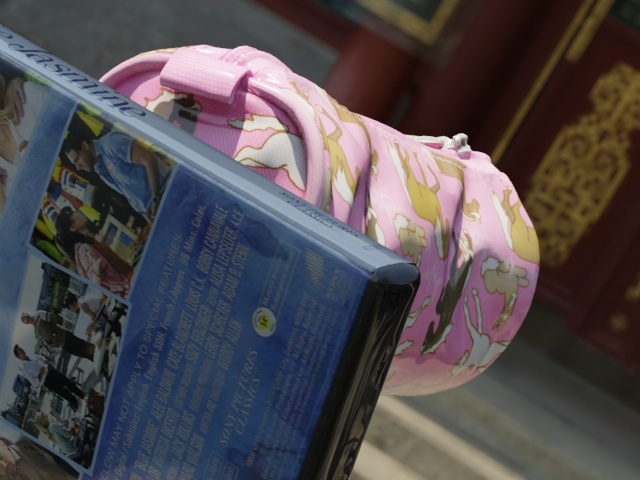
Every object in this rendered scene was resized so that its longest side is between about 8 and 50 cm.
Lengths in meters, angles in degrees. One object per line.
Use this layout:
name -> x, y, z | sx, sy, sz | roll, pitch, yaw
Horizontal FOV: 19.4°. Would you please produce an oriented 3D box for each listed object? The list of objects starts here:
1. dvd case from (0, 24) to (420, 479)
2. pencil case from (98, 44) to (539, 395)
dvd case -> -0.101, 0.032, 0.512 | 0.253, 0.180, 0.022 | 30, 22, 30
pencil case -> 0.000, 0.000, 1.072 | 0.386, 0.160, 0.167 | 14, 56, -65
